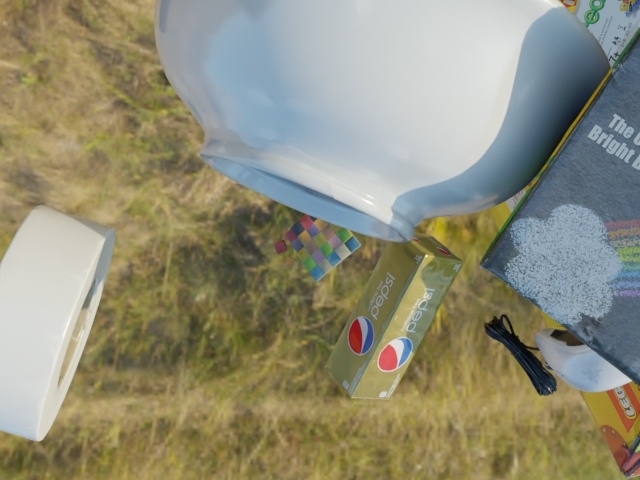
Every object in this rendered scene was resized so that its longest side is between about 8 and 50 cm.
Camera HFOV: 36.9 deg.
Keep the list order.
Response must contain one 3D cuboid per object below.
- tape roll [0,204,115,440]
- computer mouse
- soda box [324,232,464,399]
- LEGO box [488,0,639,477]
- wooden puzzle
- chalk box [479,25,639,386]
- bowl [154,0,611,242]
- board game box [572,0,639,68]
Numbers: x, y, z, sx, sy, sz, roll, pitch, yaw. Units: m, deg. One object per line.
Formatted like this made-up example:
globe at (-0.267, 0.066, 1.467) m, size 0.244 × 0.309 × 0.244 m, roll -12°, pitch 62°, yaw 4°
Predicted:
tape roll at (-0.351, 0.103, 1.206) m, size 0.100 × 0.286 × 0.286 m, roll 18°, pitch 147°, yaw -7°
computer mouse at (0.247, 0.123, 0.989) m, size 0.106 × 0.042 × 0.193 m, roll 54°, pitch 161°, yaw -8°
soda box at (0.077, 0.081, 1.027) m, size 0.061 × 0.058 × 0.181 m, roll 10°, pitch 113°, yaw -40°
LEGO box at (0.369, -0.036, 1.134) m, size 0.193 × 0.500 × 0.372 m, roll -15°, pitch 147°, yaw -8°
wooden puzzle at (0.000, 0.000, 0.787) m, size 0.083 × 0.049 × 0.006 m, roll -41°, pitch 167°, yaw 22°
chalk box at (0.210, -0.045, 0.520) m, size 0.132 × 0.132 × 0.213 m, roll 38°, pitch 117°, yaw 13°
bowl at (0.014, -0.086, 0.597) m, size 0.297 × 0.134 × 0.298 m, roll 23°, pitch 175°, yaw 2°
board game box at (0.258, -0.228, 0.794) m, size 0.053 × 0.193 × 0.305 m, roll 22°, pitch -168°, yaw 12°
